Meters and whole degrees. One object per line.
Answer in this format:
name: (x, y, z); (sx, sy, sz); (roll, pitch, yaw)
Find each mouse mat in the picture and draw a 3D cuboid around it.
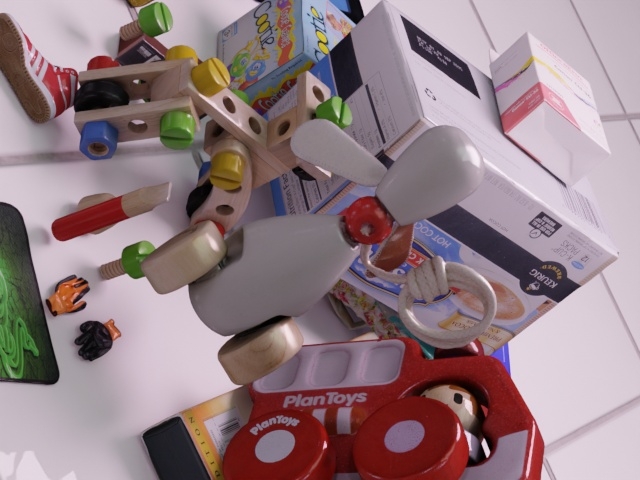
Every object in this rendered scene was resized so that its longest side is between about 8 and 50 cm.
mouse mat: (-0.310, 0.040, 1.416); (0.152, 0.007, 0.190); (12, 56, -53)

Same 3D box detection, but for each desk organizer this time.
desk organizer: (-0.173, -0.197, 1.790); (0.130, 0.047, 0.050); (39, 34, -34)

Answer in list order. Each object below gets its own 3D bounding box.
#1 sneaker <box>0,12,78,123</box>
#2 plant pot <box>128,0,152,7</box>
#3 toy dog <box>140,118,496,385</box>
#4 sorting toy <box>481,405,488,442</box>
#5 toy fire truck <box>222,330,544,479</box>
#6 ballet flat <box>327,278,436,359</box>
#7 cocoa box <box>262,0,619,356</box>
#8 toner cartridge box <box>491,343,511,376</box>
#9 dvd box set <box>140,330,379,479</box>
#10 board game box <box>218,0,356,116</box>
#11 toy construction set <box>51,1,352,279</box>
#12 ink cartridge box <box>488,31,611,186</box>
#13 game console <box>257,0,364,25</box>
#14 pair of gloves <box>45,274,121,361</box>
sneaker: (-0.292, -0.182, 1.596); (0.067, 0.042, 0.118); (-34, 102, -56)
plant pot: (-0.200, -0.321, 1.823); (0.081, 0.081, 0.083); (48, 50, -22)
toy dog: (0.000, 0.000, 1.489); (0.161, 0.333, 0.220); (-83, 161, -72)
sorting toy: (0.105, 0.313, 1.641); (0.365, 0.127, 0.126); (-66, 153, -51)
toy fire truck: (0.058, 0.183, 1.454); (0.254, 0.302, 0.169); (-76, 150, -45)
ballet flat: (0.074, 0.096, 1.886); (0.241, 0.077, 0.091); (51, 21, -7)
cocoa box: (0.133, -0.062, 1.817); (0.347, 0.228, 0.231); (31, 30, -33)
toner cartridge box: (0.171, 0.035, 2.094); (0.165, 0.075, 0.348); (38, 37, -35)
dvd box set: (0.009, 0.280, 1.648); (0.420, 0.062, 0.308); (-18, 80, -60)
board game box: (0.013, -0.175, 1.960); (0.275, 0.142, 0.144); (37, 36, -36)
toy construction set: (-0.110, -0.098, 1.586); (0.257, 0.237, 0.309); (61, 31, -20)
ink cartridge box: (0.266, -0.167, 1.828); (0.115, 0.067, 0.198); (36, 28, -25)
game console: (0.000, -0.463, 2.170); (0.173, 0.250, 0.293); (44, 21, 26)
pair of gloves: (-0.230, 0.075, 1.505); (0.083, 0.010, 0.074); (60, 28, -7)
